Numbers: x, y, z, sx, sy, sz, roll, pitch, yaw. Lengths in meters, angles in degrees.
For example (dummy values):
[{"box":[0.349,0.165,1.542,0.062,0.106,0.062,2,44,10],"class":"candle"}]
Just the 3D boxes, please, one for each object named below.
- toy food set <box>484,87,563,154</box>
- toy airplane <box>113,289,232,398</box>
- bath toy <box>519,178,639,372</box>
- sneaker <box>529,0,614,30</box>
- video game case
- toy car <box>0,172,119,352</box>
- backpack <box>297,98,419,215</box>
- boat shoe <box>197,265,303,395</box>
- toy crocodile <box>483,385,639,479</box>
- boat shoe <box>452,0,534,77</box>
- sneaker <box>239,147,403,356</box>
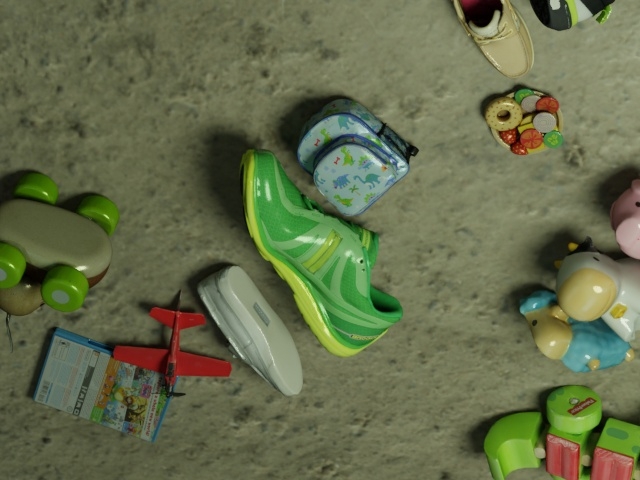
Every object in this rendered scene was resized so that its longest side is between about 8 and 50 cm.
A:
[{"box":[0.227,-0.130,1.853,0.082,0.020,0.083,-18,118,19],"class":"toy food set"},{"box":[-0.178,0.133,2.072,0.151,0.028,0.151,1,117,2],"class":"toy airplane"},{"box":[0.364,-0.003,1.859,0.151,0.129,0.348,-2,140,-45],"class":"bath toy"},{"box":[0.250,-0.326,1.706,0.097,0.084,0.235,-19,122,-8],"class":"sneaker"},{"box":[-0.273,0.185,2.138,0.166,0.015,0.119,20,123,-4],"class":"video game case"},{"box":[-0.333,0.046,1.986,0.149,0.155,0.188,21,133,-4],"class":"toy car"},{"box":[0.033,-0.094,1.870,0.114,0.084,0.105,43,117,-15],"class":"backpack"},{"box":[-0.087,0.116,2.037,0.063,0.066,0.184,-19,119,30],"class":"boat shoe"},{"box":[0.365,0.261,2.011,0.340,0.105,0.115,9,125,20],"class":"toy crocodile"},{"box":[0.173,-0.235,1.771,0.063,0.059,0.170,-23,116,22],"class":"boat shoe"},{"box":[0.000,0.000,1.935,0.123,0.109,0.295,-26,121,12],"class":"sneaker"}]
